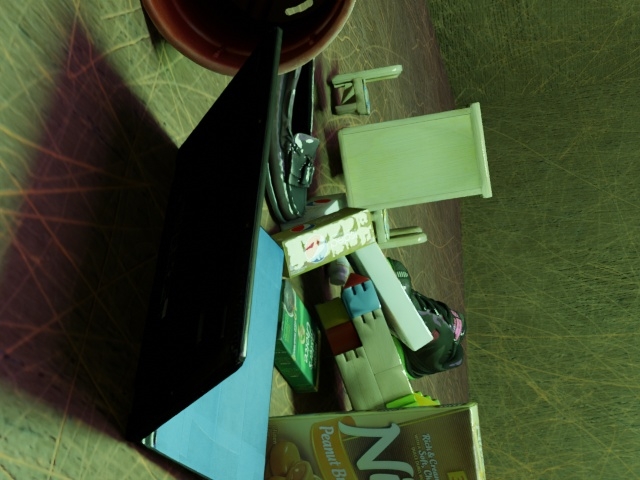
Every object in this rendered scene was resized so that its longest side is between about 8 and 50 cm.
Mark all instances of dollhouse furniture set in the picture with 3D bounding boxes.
[{"bbox_3d":[0.174,-0.169,1.667,0.394,0.257,0.362,-71,153,-82],"label":"dollhouse furniture set"}]

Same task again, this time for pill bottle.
[{"bbox_3d":[0.035,0.044,1.624,0.043,0.043,0.083,57,32,-56],"label":"pill bottle"}]

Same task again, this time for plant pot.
[{"bbox_3d":[-0.073,-0.369,1.093,0.265,0.273,0.272,-73,152,-69],"label":"plant pot"}]

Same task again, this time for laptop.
[{"bbox_3d":[-0.064,0.055,0.959,0.236,0.408,0.381,19,55,-24],"label":"laptop"}]

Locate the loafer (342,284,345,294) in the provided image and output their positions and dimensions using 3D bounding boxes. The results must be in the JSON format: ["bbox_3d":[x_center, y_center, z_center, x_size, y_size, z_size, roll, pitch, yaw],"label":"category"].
[{"bbox_3d":[0.064,0.141,1.690,0.039,0.045,0.125,8,79,-66],"label":"loafer"}]

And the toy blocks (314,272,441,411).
[{"bbox_3d":[0.074,0.199,1.460,0.381,0.191,0.260,87,-18,-81],"label":"toy blocks"}]

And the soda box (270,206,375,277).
[{"bbox_3d":[0.000,0.000,1.336,0.181,0.058,0.061,-22,108,-35],"label":"soda box"}]

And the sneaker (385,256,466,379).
[{"bbox_3d":[0.233,0.176,1.954,0.483,0.202,0.185,57,30,-56],"label":"sneaker"}]

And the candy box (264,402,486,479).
[{"bbox_3d":[0.063,0.324,1.135,0.087,0.317,0.182,19,65,-71],"label":"candy box"}]

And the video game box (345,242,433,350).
[{"bbox_3d":[0.112,0.087,1.490,0.205,0.048,0.187,59,-7,-7],"label":"video game box"}]

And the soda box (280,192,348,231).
[{"bbox_3d":[-0.004,-0.025,1.481,0.216,0.069,0.073,-46,128,-68],"label":"soda box"}]

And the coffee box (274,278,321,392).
[{"bbox_3d":[-0.044,0.154,1.323,0.184,0.040,0.113,63,25,-50],"label":"coffee box"}]

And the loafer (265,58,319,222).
[{"bbox_3d":[-0.044,-0.183,1.360,0.109,0.095,0.302,-1,84,-73],"label":"loafer"}]
